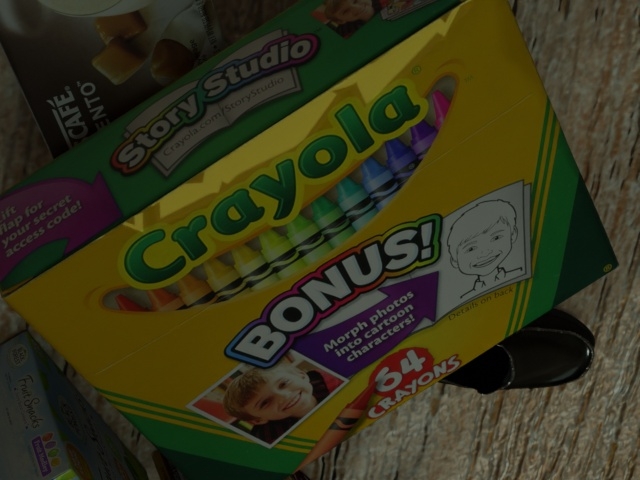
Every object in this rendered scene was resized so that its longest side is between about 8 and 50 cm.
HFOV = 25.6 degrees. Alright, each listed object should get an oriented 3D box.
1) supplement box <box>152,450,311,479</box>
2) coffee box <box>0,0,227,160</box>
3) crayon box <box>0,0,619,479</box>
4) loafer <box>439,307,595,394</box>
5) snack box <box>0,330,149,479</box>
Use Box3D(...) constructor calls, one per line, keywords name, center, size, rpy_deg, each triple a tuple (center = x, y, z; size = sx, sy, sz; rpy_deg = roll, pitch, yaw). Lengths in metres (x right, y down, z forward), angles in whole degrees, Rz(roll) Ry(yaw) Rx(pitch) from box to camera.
Box3D(name="supplement box", center=(-0.052, 0.244, 1.255), size=(0.081, 0.104, 0.188), rpy_deg=(-39, 129, 6))
Box3D(name="coffee box", center=(-0.151, -0.166, 0.929), size=(0.141, 0.098, 0.246), rpy_deg=(-23, 129, -7))
Box3D(name="crayon box", center=(0.000, 0.000, 0.995), size=(0.363, 0.106, 0.313), rpy_deg=(-33, 137, 2))
Box3D(name="loafer", center=(0.159, 0.110, 1.269), size=(0.220, 0.078, 0.080), rpy_deg=(3, 122, -25))
Box3D(name="snack box", center=(-0.191, 0.199, 1.119), size=(0.070, 0.174, 0.207), rpy_deg=(-33, 130, -1))
